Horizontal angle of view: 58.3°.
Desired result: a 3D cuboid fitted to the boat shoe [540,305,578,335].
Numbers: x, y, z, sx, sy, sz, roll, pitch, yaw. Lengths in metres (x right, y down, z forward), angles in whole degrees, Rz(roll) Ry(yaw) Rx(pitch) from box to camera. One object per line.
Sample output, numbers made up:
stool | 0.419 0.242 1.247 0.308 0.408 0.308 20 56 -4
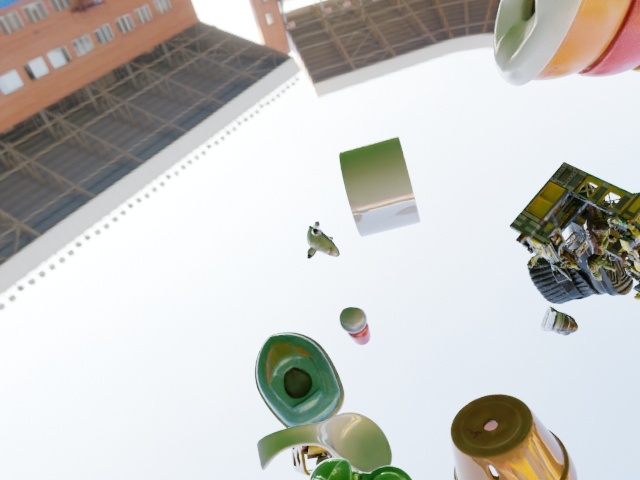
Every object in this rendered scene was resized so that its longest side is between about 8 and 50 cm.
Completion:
boat shoe | 0.611 0.214 1.466 0.066 0.066 0.183 19 -175 12

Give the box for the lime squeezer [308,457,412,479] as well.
lime squeezer | 0.060 0.247 0.562 0.110 0.311 0.058 -32 -135 50

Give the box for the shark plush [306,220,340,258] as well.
shark plush | 0.000 0.000 1.324 0.067 0.073 0.161 8 -169 -12

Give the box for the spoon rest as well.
spoon rest | 0.022 0.390 1.092 0.277 0.084 0.137 8 -140 -29

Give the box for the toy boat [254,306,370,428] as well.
toy boat | -0.012 0.283 1.375 0.318 0.148 0.267 -38 -124 -8

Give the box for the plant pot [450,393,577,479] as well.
plant pot | 0.445 0.515 1.390 0.291 0.203 0.291 -23 -158 10

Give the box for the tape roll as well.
tape roll | 0.160 -0.144 1.553 0.169 0.246 0.246 -15 -144 9

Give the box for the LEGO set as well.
LEGO set | 0.517 0.019 1.112 0.192 0.331 0.255 -50 -125 2

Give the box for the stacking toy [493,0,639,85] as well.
stacking toy | 0.599 -0.423 1.067 0.480 0.350 0.350 11 -142 -4

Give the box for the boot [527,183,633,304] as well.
boot | 0.714 0.021 1.662 0.131 0.347 0.260 -20 -178 -29

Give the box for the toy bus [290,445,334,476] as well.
toy bus | -0.005 0.515 1.366 0.191 0.202 0.104 -17 -107 27
